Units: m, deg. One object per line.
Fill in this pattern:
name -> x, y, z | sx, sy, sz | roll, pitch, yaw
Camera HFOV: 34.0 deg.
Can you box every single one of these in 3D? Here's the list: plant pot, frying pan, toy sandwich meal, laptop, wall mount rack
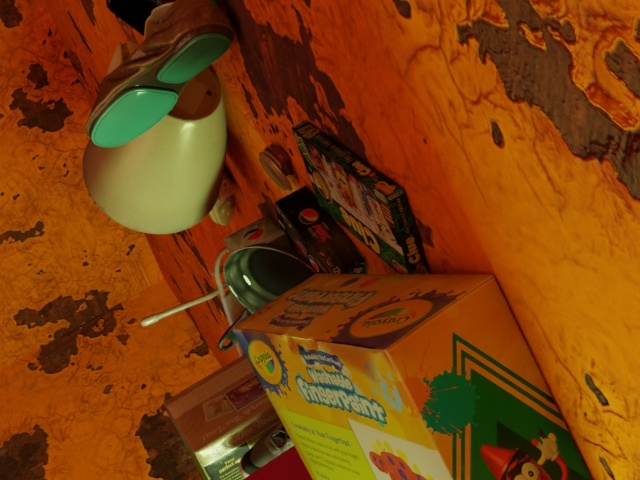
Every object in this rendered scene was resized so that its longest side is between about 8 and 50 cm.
plant pot -> -0.262, -0.185, 1.806 | 0.257, 0.256, 0.274 | 57, 149, 13
frying pan -> -0.080, 0.116, 1.861 | 0.197, 0.053, 0.326 | 19, 140, 8
toy sandwich meal -> -0.064, -0.113, 1.615 | 0.085, 0.029, 0.085 | 47, 170, 11
laptop -> -0.289, -0.450, 1.771 | 0.264, 0.137, 0.234 | 36, 170, -9
wall mount rack -> -0.230, 0.203, 2.302 | 0.130, 0.304, 0.350 | -8, 108, 31

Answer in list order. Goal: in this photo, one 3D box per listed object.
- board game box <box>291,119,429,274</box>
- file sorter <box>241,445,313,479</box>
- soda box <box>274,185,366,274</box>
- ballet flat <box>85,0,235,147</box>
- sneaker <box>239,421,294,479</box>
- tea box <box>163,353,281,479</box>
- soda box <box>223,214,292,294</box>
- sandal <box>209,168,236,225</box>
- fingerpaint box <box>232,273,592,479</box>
board game box -> 0.047, -0.053, 1.328 | 0.259, 0.030, 0.136 | 42, 159, 54
file sorter -> 0.034, 0.490, 1.954 | 0.202, 0.290, 0.182 | 46, 163, 47
soda box -> 0.000, 0.000, 1.540 | 0.169, 0.060, 0.053 | 53, 164, 31
ballet flat -> -0.252, -0.270, 1.573 | 0.342, 0.116, 0.124 | -36, 62, 43
sneaker -> -0.047, 0.356, 2.024 | 0.101, 0.268, 0.153 | 47, 156, 37
tea box -> -0.105, 0.426, 2.236 | 0.220, 0.329, 0.324 | 39, 154, 56
soda box -> -0.079, 0.101, 1.966 | 0.091, 0.098, 0.286 | 42, 157, 53
sandal -> -0.195, -0.105, 2.067 | 0.079, 0.088, 0.240 | 17, 153, 24
fingerpaint box -> 0.113, 0.233, 1.280 | 0.371, 0.163, 0.444 | 62, 157, -10
